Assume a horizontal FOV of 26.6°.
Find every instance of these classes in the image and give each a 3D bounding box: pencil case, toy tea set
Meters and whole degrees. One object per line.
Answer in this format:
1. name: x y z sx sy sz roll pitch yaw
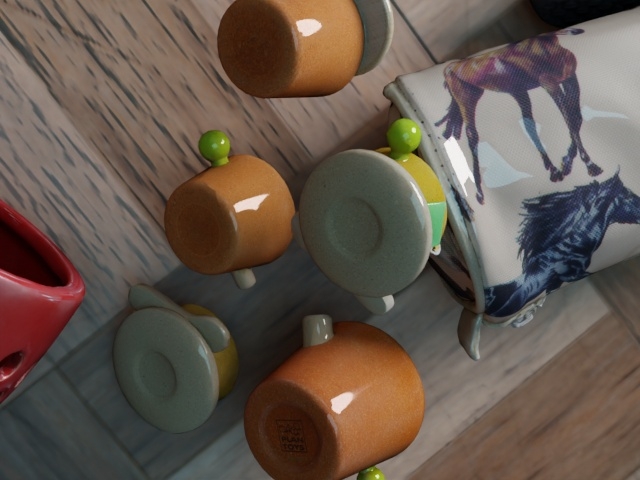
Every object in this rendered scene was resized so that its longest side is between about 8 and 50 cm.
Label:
1. pencil case: 0.247 -0.072 0.902 0.410 0.160 0.183 -17 112 -9
2. toy tea set: 0.000 0.000 0.845 0.200 0.124 0.336 31 120 23

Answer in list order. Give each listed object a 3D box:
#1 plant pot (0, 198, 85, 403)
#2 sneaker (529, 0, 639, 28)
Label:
1. plant pot: -0.262 0.045 0.799 0.191 0.191 0.174 34 97 -13
2. sneaker: 0.243 -0.215 0.937 0.235 0.084 0.097 -16 83 -14
